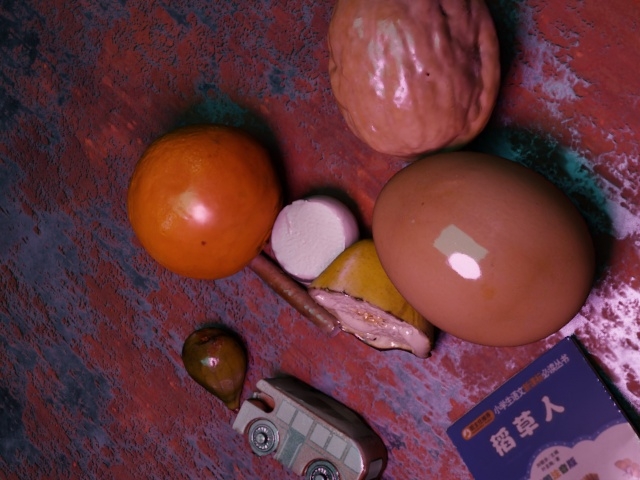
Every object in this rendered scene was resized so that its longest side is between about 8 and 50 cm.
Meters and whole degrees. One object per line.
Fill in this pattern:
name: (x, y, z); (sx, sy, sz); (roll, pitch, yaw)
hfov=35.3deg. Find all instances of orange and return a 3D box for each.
orange: (-0.221, -0.080, 1.937); (0.312, 0.312, 0.312); (2, 93, 31)

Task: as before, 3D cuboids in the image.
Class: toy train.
toy train: (-0.011, 0.387, 1.943); (0.326, 0.129, 0.159); (30, 101, 27)

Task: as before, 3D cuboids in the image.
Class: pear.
pear: (0.123, 0.086, 1.816); (0.267, 0.267, 0.178); (22, 74, 28)

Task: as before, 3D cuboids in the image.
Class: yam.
yam: (-0.060, 0.099, 2.003); (0.264, 0.046, 0.046); (39, 111, 22)

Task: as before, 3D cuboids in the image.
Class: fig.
fig: (-0.201, 0.261, 2.078); (0.133, 0.185, 0.126); (1, 55, 36)

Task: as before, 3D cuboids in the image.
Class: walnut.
walnut: (0.159, -0.295, 1.702); (0.306, 0.306, 0.344); (-8, 95, 31)

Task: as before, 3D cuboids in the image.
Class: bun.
bun: (0.000, 0.000, 1.919); (0.173, 0.120, 0.172); (0, 90, 23)

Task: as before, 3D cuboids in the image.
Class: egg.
egg: (0.263, 0.010, 1.648); (0.374, 0.301, 0.301); (34, 110, 11)

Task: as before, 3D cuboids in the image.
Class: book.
book: (0.424, 0.416, 1.686); (0.300, 0.039, 0.428); (-44, 59, 25)
